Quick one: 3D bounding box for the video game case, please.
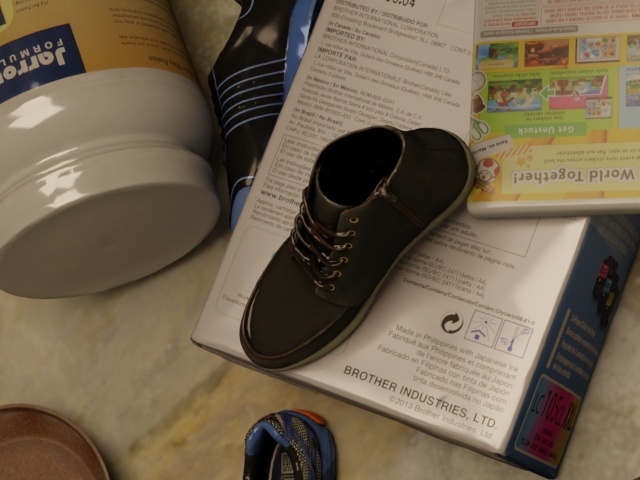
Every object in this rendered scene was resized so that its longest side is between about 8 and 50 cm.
[{"bbox_3d":[0.217,-0.119,1.252,0.227,0.026,0.206,-1,76,19],"label":"video game case"}]

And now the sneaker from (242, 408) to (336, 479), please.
[{"bbox_3d":[-0.030,0.235,1.386,0.083,0.087,0.221,-15,71,19],"label":"sneaker"}]

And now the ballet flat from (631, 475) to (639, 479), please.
[{"bbox_3d":[0.197,0.192,1.312,0.250,0.084,0.058,-24,70,21],"label":"ballet flat"}]

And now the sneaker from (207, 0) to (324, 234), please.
[{"bbox_3d":[-0.051,-0.104,1.491,0.090,0.081,0.232,6,72,26],"label":"sneaker"}]

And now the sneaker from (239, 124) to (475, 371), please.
[{"bbox_3d":[0.000,0.000,1.242,0.222,0.118,0.083,-49,65,15],"label":"sneaker"}]

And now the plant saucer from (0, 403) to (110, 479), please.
[{"bbox_3d":[-0.253,0.237,1.506,0.199,0.036,0.198,-6,74,21],"label":"plant saucer"}]

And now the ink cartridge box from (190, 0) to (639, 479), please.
[{"bbox_3d":[0.110,-0.052,1.367,0.270,0.151,0.395,19,85,24],"label":"ink cartridge box"}]

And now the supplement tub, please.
[{"bbox_3d":[-0.221,-0.133,1.482,0.228,0.228,0.316,-27,68,14],"label":"supplement tub"}]
